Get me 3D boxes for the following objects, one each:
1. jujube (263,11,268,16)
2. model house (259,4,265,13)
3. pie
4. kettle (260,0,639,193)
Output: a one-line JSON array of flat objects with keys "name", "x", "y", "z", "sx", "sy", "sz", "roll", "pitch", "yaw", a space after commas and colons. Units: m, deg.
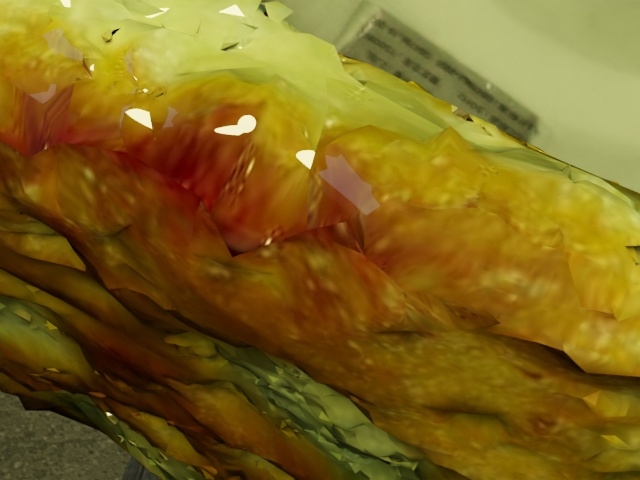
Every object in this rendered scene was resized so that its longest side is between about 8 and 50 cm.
[{"name": "jujube", "x": 0.062, "y": -0.009, "z": 0.798, "sx": 0.342, "sy": 0.216, "sz": 0.216, "roll": -95, "pitch": 28, "yaw": -64}, {"name": "model house", "x": 0.065, "y": -0.236, "z": 1.513, "sx": 0.241, "sy": 0.226, "sz": 0.261, "roll": -38, "pitch": -3, "yaw": -22}, {"name": "pie", "x": 0.024, "y": 0.035, "z": 0.502, "sx": 0.354, "sy": 0.288, "sz": 0.103, "roll": 118, "pitch": 176, "yaw": -72}, {"name": "kettle", "x": 0.125, "y": -0.175, "z": 0.570, "sx": 0.319, "sy": 0.247, "sz": 0.342, "roll": -38, "pitch": 15, "yaw": 50}]
